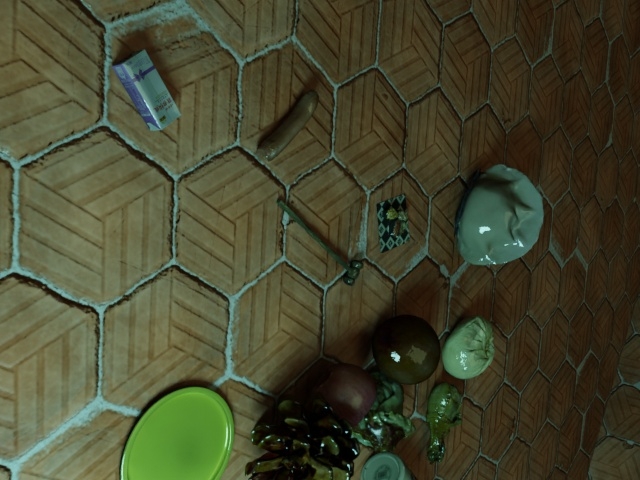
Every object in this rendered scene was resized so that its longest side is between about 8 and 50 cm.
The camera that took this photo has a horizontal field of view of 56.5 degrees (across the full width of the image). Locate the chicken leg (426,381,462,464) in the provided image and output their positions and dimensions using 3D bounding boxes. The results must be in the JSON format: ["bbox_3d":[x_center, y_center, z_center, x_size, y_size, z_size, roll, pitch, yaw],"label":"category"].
[{"bbox_3d":[0.337,0.499,1.638,0.103,0.088,0.228,4,90,-59],"label":"chicken leg"}]

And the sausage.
[{"bbox_3d":[-0.060,-0.221,1.152,0.186,0.043,0.043,-54,130,-25],"label":"sausage"}]

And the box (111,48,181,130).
[{"bbox_3d":[-0.272,-0.234,0.935,0.050,0.036,0.117,-45,127,-32],"label":"box"}]

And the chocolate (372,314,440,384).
[{"bbox_3d":[0.199,0.252,1.408,0.176,0.176,0.177,-9,102,-45],"label":"chocolate"}]

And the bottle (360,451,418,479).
[{"bbox_3d":[0.203,0.640,1.498,0.120,0.120,0.253,-55,131,-25],"label":"bottle"}]

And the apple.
[{"bbox_3d":[0.046,0.333,1.272,0.120,0.153,0.153,44,59,1],"label":"apple"}]

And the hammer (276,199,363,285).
[{"bbox_3d":[0.000,0.000,1.261,0.292,0.029,0.058,45,63,-38],"label":"hammer"}]

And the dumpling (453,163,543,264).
[{"bbox_3d":[0.466,-0.072,1.602,0.163,0.204,0.293,27,86,-33],"label":"dumpling"}]

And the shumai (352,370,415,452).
[{"bbox_3d":[0.153,0.402,1.393,0.184,0.142,0.184,-12,107,-43],"label":"shumai"}]

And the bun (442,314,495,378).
[{"bbox_3d":[0.427,0.303,1.682,0.188,0.111,0.164,-41,120,-30],"label":"bun"}]

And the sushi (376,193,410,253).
[{"bbox_3d":[0.187,-0.040,1.443,0.120,0.026,0.126,-23,112,-43],"label":"sushi"}]

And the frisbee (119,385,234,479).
[{"bbox_3d":[-0.251,0.375,1.062,0.236,0.017,0.236,-8,101,-45],"label":"frisbee"}]

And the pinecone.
[{"bbox_3d":[-0.040,0.401,1.129,0.201,0.228,0.203,-22,107,-51],"label":"pinecone"}]
